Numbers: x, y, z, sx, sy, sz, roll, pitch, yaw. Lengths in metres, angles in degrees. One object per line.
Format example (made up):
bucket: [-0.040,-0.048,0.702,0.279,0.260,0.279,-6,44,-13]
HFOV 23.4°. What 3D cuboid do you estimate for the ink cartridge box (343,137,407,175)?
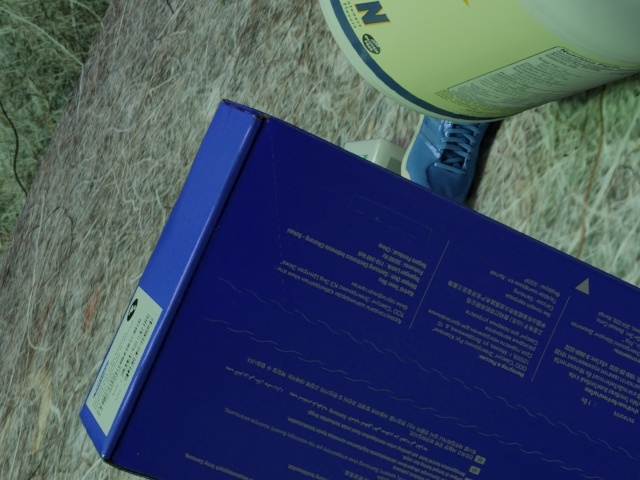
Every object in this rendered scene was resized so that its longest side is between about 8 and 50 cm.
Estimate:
ink cartridge box: [0.000,0.000,1.433,0.224,0.056,0.181,2,70,66]

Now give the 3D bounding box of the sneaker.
sneaker: [0.112,-0.092,1.248,0.084,0.058,0.152,126,164,-50]

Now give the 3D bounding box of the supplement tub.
supplement tub: [0.158,-0.216,1.020,0.325,0.235,0.235,-15,54,64]

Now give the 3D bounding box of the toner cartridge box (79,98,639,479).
toner cartridge box: [0.079,0.079,0.734,0.165,0.347,0.075,-64,20,3]
